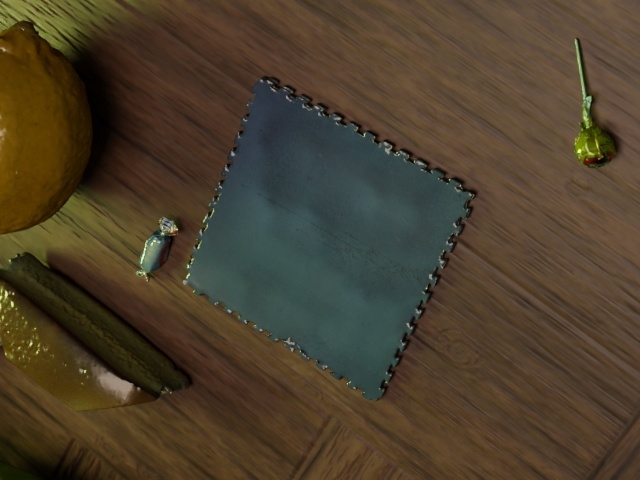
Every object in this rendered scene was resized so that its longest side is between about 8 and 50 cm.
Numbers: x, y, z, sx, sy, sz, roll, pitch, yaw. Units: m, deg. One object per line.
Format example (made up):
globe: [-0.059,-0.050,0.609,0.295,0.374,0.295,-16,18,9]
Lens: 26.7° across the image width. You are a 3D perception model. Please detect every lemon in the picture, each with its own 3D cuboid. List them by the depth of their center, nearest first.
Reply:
lemon: [-0.340,-0.113,1.448,0.188,0.188,0.256,27,110,17]

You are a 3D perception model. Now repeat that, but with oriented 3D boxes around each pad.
pad: [0.000,0.000,1.411,0.270,0.012,0.269,32,115,15]

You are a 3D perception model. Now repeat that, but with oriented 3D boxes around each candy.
candy: [0.249,-0.128,1.251,0.035,0.035,0.122,-9,90,39]
candy: [-0.181,0.012,1.497,0.030,0.020,0.083,34,116,16]

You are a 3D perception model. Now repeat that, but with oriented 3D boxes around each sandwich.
sandwich: [-0.278,0.123,1.533,0.258,0.094,0.096,36,111,15]

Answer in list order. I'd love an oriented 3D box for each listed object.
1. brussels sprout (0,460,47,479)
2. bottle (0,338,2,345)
brussels sprout: [-0.389,0.427,1.560,0.275,0.315,0.371,105,150,-47]
bottle: [-0.432,0.118,1.628,0.217,0.060,0.060,-14,97,27]
